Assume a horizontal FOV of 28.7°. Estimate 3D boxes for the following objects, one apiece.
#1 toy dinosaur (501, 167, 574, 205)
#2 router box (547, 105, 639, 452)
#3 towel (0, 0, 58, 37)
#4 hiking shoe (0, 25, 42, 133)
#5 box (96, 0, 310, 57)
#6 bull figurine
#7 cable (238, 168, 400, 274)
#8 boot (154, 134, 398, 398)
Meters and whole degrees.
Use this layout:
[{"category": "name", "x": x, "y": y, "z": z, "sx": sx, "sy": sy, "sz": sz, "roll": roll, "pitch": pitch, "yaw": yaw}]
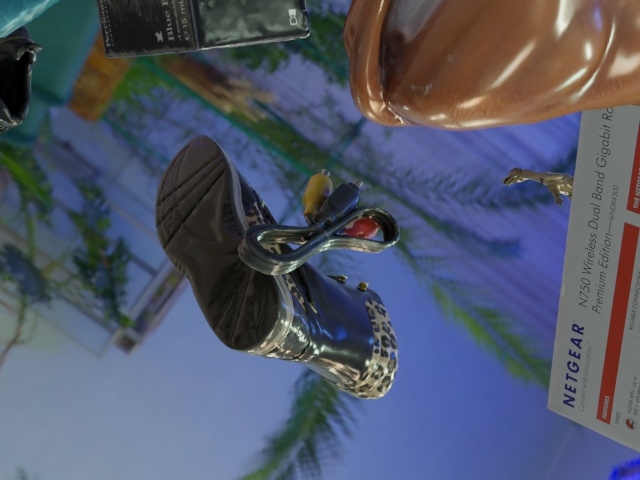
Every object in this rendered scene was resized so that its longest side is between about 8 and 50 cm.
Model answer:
[{"category": "toy dinosaur", "x": 0.325, "y": -0.068, "z": 1.589, "sx": 0.092, "sy": 0.183, "sz": 0.053, "roll": -128, "pitch": -126, "yaw": -63}, {"category": "router box", "x": 0.321, "y": 0.032, "z": 0.873, "sx": 0.082, "sy": 0.301, "sz": 0.336, "roll": -34, "pitch": 137, "yaw": -40}, {"category": "towel", "x": -0.238, "y": -0.391, "z": 1.166, "sx": 0.370, "sy": 0.271, "sz": 0.040, "roll": -36, "pitch": 179, "yaw": -4}, {"category": "hiking shoe", "x": -0.392, "y": -0.152, "z": 1.439, "sx": 0.114, "sy": 0.086, "sz": 0.227, "roll": 49, "pitch": -60, "yaw": 42}, {"category": "box", "x": -0.094, "y": -0.212, "z": 0.880, "sx": 0.093, "sy": 0.156, "sz": 0.158, "roll": -14, "pitch": -168, "yaw": -30}, {"category": "bull figurine", "x": 0.137, "y": -0.122, "z": 0.513, "sx": 0.310, "sy": 0.101, "sz": 0.188, "roll": -20, "pitch": 143, "yaw": -45}, {"category": "cable", "x": 0.000, "y": 0.000, "z": 1.527, "sx": 0.072, "sy": 0.139, "sz": 0.287, "roll": -51, "pitch": 175, "yaw": 37}, {"category": "boot", "x": -0.056, "y": 0.042, "z": 1.663, "sx": 0.138, "sy": 0.284, "sz": 0.377, "roll": -46, "pitch": -136, "yaw": 13}]
